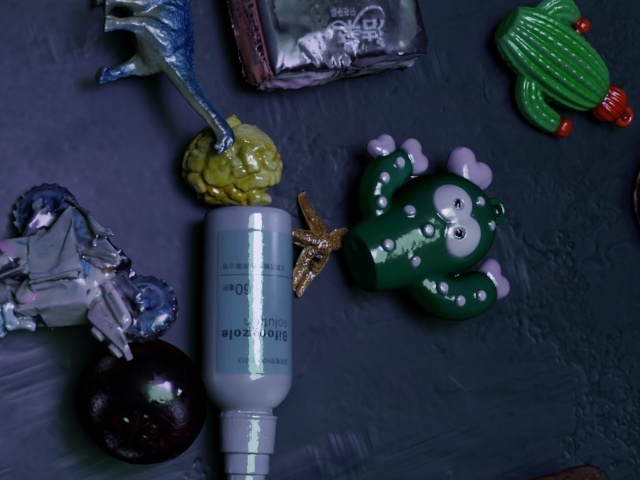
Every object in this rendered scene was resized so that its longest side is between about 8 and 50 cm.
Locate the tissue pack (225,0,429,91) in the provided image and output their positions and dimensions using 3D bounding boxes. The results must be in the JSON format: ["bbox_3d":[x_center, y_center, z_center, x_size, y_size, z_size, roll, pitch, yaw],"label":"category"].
[{"bbox_3d":[-0.014,-0.360,1.745,0.245,0.123,0.332,-11,84,-23],"label":"tissue pack"}]

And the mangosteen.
[{"bbox_3d":[-0.199,0.177,1.560,0.152,0.152,0.153,4,80,-27],"label":"mangosteen"}]

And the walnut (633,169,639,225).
[{"bbox_3d":[0.515,-0.079,1.984,0.115,0.116,0.207,17,82,-24],"label":"walnut"}]

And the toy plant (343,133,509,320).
[{"bbox_3d":[0.145,-0.015,1.773,0.243,0.112,0.233,8,79,-26],"label":"toy plant"}]

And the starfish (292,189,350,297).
[{"bbox_3d":[0.002,-0.003,1.739,0.130,0.041,0.133,-12,88,-30],"label":"starfish"}]

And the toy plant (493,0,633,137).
[{"bbox_3d":[0.337,-0.229,1.926,0.154,0.088,0.240,-36,110,-15],"label":"toy plant"}]

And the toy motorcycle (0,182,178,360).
[{"bbox_3d":[-0.297,0.064,1.521,0.204,0.239,0.108,-42,142,-19],"label":"toy motorcycle"}]

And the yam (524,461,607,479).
[{"bbox_3d":[0.252,0.376,1.765,0.279,0.131,0.131,-10,87,-28],"label":"yam"}]

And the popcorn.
[{"bbox_3d":[-0.106,-0.094,1.669,0.106,0.120,0.116,-84,152,-52],"label":"popcorn"}]

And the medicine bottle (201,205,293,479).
[{"bbox_3d":[-0.087,0.139,1.631,0.110,0.110,0.352,4,80,-27],"label":"medicine bottle"}]

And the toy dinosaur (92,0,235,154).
[{"bbox_3d":[-0.200,-0.265,1.638,0.147,0.076,0.363,-3,67,-24],"label":"toy dinosaur"}]
